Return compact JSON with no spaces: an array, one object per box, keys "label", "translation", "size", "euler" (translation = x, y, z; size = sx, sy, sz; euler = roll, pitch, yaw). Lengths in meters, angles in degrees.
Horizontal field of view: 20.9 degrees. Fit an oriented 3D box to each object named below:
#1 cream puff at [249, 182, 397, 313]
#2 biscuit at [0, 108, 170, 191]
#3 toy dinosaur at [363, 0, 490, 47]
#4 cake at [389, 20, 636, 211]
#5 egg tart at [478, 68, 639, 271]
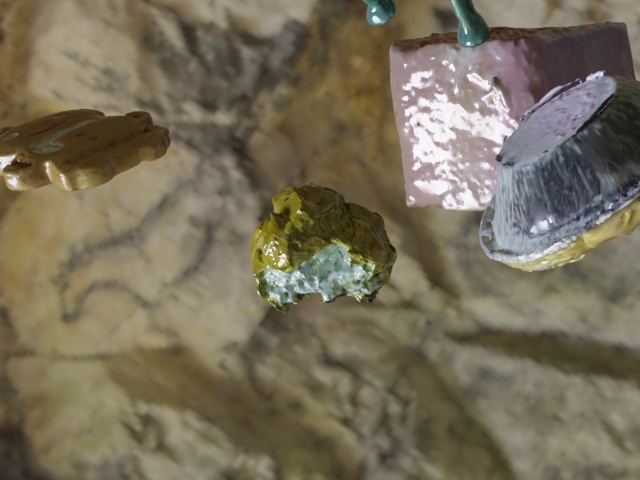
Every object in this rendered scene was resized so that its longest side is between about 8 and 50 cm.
[{"label":"cream puff","translation":[0.000,-0.001,1.747],"size":[0.156,0.156,0.121],"euler":[102,171,-52]},{"label":"biscuit","translation":[-0.274,-0.105,1.879],"size":[0.184,0.249,0.035],"euler":[-26,-65,-31]},{"label":"toy dinosaur","translation":[0.006,-0.317,1.288],"size":[0.129,0.383,0.331],"euler":[-22,-39,23]},{"label":"cake","translation":[0.249,-0.163,2.228],"size":[0.309,0.237,0.230],"euler":[-14,-80,-55]},{"label":"egg tart","translation":[0.222,-0.070,1.463],"size":[0.234,0.094,0.234],"euler":[-34,18,12]}]
